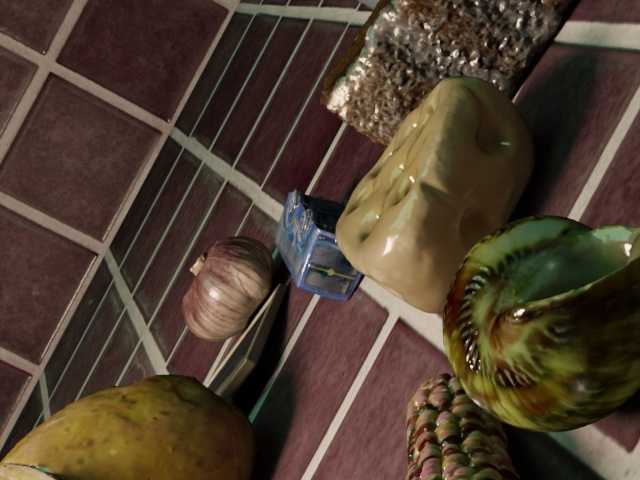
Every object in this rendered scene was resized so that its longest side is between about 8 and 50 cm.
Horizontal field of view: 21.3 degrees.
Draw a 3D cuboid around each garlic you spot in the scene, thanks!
[{"bbox_3d":[-0.124,0.061,2.215,0.147,0.102,0.159,-61,5,-5],"label":"garlic"}]

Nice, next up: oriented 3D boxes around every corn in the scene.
[{"bbox_3d":[0.105,0.179,1.233,0.092,0.092,0.280,-58,9,16],"label":"corn"}]

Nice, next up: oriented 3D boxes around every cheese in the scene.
[{"bbox_3d":[0.109,-0.043,1.562,0.218,0.117,0.235,-54,15,27],"label":"cheese"}]

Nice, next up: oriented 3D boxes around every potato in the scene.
[{"bbox_3d":[-0.203,0.266,1.904,0.289,0.301,0.237,8,46,36],"label":"potato"}]

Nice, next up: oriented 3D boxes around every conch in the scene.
[{"bbox_3d":[0.171,0.051,1.165,0.187,0.124,0.181,-27,21,27],"label":"conch"}]

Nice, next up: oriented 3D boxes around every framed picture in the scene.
[{"bbox_3d":[-0.129,0.190,2.135,0.265,0.018,0.192,-54,6,29],"label":"framed picture"}]

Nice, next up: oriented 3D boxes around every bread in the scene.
[{"bbox_3d":[0.167,-0.263,1.678,0.416,0.165,0.113,-57,9,23],"label":"bread"}]

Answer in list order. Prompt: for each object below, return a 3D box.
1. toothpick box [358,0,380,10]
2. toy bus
[{"bbox_3d":[0.065,-0.364,1.829,0.263,0.354,0.263,-56,15,23],"label":"toothpick box"},{"bbox_3d":[0.002,0.002,1.965,0.236,0.079,0.094,-121,44,-74],"label":"toy bus"}]
